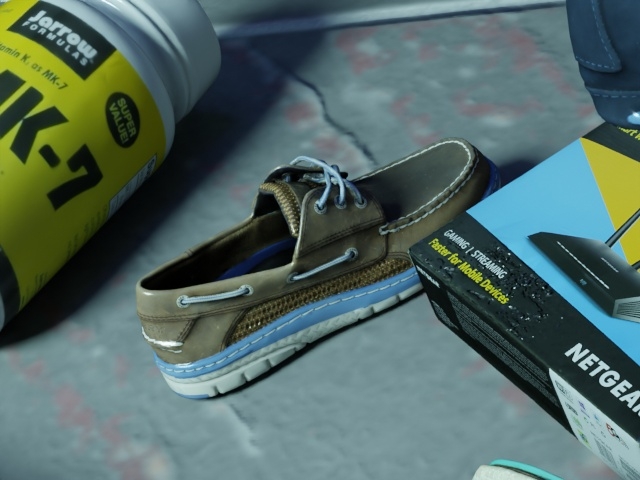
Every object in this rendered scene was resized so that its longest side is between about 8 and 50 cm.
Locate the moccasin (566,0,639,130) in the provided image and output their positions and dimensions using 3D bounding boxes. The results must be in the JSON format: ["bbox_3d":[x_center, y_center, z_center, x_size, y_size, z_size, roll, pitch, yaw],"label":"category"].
[{"bbox_3d":[0.273,-0.095,0.792,0.342,0.116,0.137,4,31,17],"label":"moccasin"}]

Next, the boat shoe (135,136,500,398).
[{"bbox_3d":[0.000,0.000,0.886,0.183,0.066,0.066,-34,35,-13],"label":"boat shoe"}]

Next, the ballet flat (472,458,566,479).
[{"bbox_3d":[0.105,0.120,0.670,0.168,0.057,0.052,16,61,45],"label":"ballet flat"}]

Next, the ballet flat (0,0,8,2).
[{"bbox_3d":[-0.104,-0.318,1.300,0.409,0.147,0.147,-42,36,-9],"label":"ballet flat"}]

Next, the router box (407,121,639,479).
[{"bbox_3d":[0.136,0.019,0.793,0.133,0.046,0.179,-33,34,-11],"label":"router box"}]

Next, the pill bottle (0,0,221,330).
[{"bbox_3d":[-0.151,-0.053,1.007,0.119,0.119,0.208,10,47,40],"label":"pill bottle"}]
